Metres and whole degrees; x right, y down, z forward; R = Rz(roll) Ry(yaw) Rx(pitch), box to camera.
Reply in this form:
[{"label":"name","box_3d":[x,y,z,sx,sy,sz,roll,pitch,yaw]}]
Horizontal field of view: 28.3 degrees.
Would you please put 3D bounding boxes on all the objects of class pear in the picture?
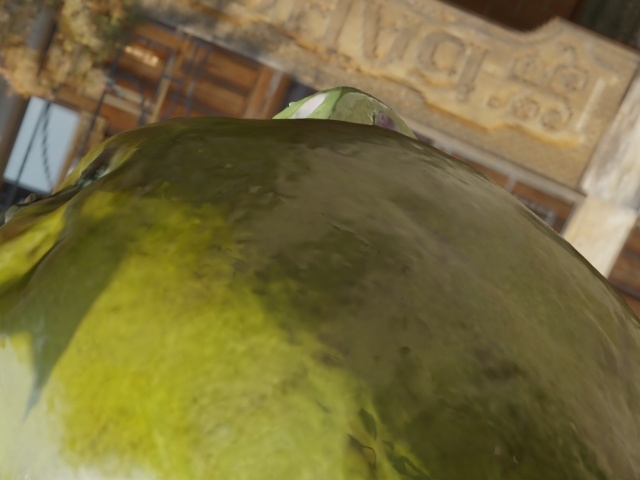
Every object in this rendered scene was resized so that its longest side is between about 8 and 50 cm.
[{"label":"pear","box_3d":[0.002,0.120,0.638,0.413,0.352,0.352,35,-165,4]}]

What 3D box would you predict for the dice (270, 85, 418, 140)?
[{"label":"dice","box_3d":[0.000,0.000,1.401,0.249,0.252,0.254,51,-152,-17]}]
